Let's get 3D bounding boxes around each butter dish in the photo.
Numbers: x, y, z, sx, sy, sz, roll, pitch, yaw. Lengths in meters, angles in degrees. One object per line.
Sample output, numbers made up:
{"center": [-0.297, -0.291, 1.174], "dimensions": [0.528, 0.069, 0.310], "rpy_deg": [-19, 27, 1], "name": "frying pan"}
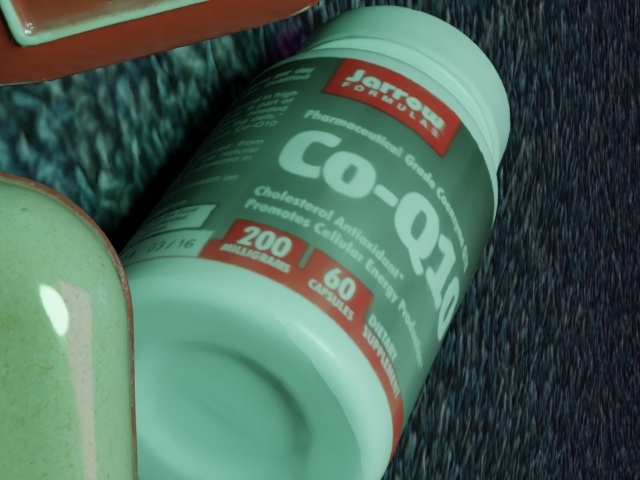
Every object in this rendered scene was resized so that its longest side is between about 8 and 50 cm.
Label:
{"center": [-0.090, -0.164, 0.620], "dimensions": [0.118, 0.160, 0.160], "rpy_deg": [-97, 172, -51], "name": "butter dish"}

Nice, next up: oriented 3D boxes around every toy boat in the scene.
{"center": [-0.140, 0.084, 0.538], "dimensions": [0.151, 0.151, 0.231], "rpy_deg": [-132, -139, -81], "name": "toy boat"}

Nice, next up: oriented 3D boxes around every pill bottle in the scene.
{"center": [0.000, 0.000, 0.791], "dimensions": [0.283, 0.161, 0.161], "rpy_deg": [-60, 145, -47], "name": "pill bottle"}
